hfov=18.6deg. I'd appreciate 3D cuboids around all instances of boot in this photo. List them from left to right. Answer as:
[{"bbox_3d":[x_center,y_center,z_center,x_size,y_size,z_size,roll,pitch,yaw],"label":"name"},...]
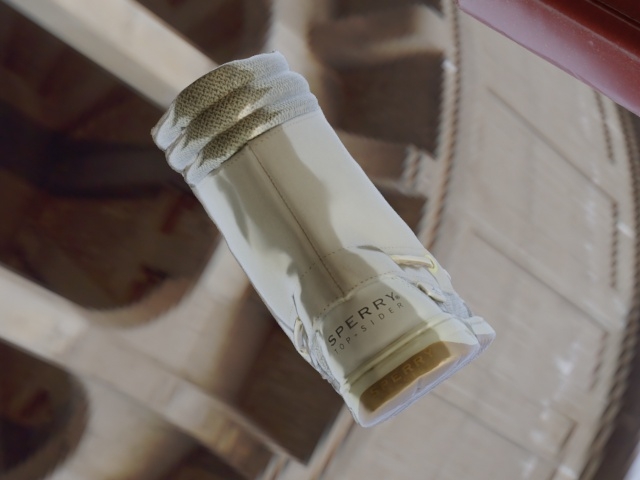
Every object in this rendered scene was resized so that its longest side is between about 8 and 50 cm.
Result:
[{"bbox_3d":[0.000,0.000,1.074,0.095,0.262,0.203,-36,-95,4],"label":"boot"}]

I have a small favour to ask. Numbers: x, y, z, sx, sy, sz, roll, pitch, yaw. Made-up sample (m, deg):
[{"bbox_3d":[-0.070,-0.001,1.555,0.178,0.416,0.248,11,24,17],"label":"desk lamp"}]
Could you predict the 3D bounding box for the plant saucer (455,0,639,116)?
[{"bbox_3d":[0.200,-0.175,0.903,0.258,0.048,0.259,36,-76,33],"label":"plant saucer"}]
